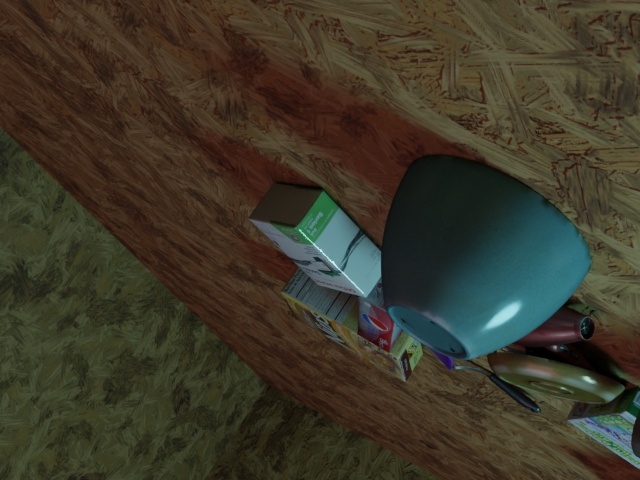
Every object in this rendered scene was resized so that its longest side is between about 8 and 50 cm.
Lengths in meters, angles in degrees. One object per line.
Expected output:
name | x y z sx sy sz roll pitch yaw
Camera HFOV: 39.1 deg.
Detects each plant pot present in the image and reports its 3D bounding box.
plant pot | 0.196 0.048 1.251 0.290 0.195 0.290 31 163 11
plant pot | 0.401 0.242 1.555 0.236 0.032 0.236 16 167 4

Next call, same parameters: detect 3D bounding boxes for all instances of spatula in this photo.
spatula | 0.339 0.285 1.926 0.296 0.030 0.084 28 160 20

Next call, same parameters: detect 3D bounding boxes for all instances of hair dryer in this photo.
hair dryer | 0.376 0.153 1.467 0.223 0.080 0.293 16 167 5

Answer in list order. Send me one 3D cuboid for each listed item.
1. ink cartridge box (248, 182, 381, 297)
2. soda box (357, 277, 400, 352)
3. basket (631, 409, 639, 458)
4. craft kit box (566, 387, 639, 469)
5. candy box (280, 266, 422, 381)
ink cartridge box | 0.000 0.000 1.661 0.219 0.093 0.160 45 160 -32
soda box | 0.130 0.139 1.803 0.083 0.092 0.263 29 163 13
basket | 0.592 0.311 1.326 0.227 0.154 0.204 23 177 44
craft kit box | 0.601 0.362 1.612 0.250 0.061 0.246 34 166 2
candy box | 0.074 0.189 2.055 0.316 0.088 0.183 27 162 21
